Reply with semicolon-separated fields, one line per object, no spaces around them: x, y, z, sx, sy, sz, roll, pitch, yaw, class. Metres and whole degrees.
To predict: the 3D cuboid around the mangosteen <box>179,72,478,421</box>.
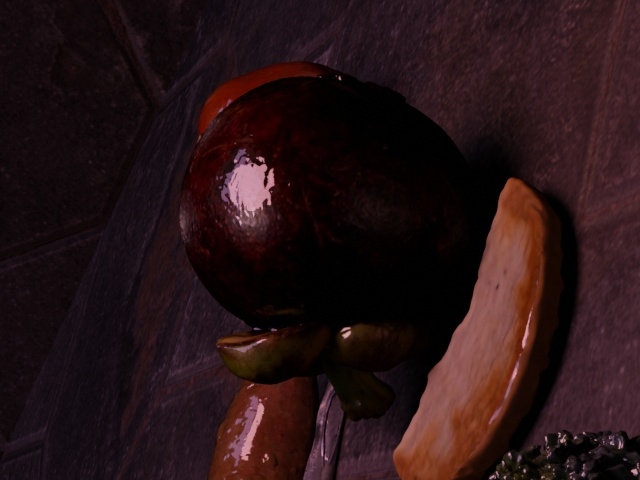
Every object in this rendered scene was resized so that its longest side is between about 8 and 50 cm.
0.004;-0.013;1.769;0.330;0.330;0.330;-161;90;-74;mangosteen

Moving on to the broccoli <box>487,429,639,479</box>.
0.180;0.281;1.211;0.145;0.165;0.304;-179;96;-65;broccoli

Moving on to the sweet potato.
-0.060;0.235;2.027;0.131;0.131;0.337;137;148;-58;sweet potato

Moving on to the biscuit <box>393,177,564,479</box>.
0.157;0.105;1.610;0.204;0.040;0.309;-128;58;-71;biscuit

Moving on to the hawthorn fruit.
-0.028;-0.123;2.197;0.261;0.224;0.224;-25;45;40;hawthorn fruit

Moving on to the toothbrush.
0.010;0.203;1.985;0.042;0.035;0.413;-35;39;56;toothbrush
